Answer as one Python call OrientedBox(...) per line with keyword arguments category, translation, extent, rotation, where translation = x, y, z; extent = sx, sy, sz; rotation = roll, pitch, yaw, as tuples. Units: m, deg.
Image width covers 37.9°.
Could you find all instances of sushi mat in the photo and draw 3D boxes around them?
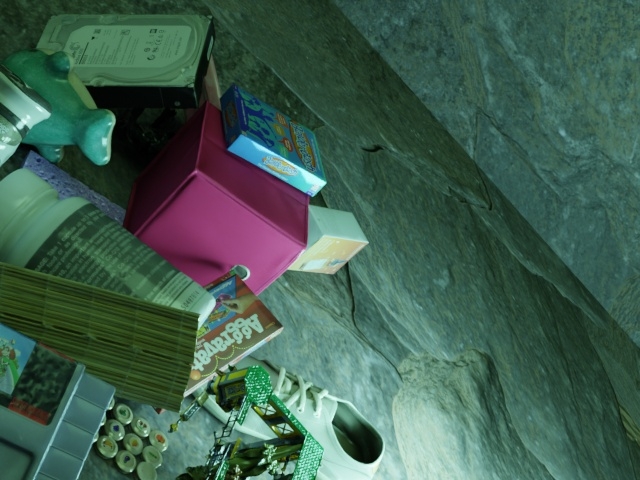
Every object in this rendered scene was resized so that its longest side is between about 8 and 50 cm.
OrientedBox(category="sushi mat", translation=(-0.331, 0.136, 1.322), extent=(0.316, 0.151, 0.019), rotation=(15, 8, 1))

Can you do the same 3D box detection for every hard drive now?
OrientedBox(category="hard drive", translation=(-0.391, -0.356, 1.830), extent=(0.338, 0.064, 0.237), rotation=(1, 48, 6))

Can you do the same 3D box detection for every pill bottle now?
OrientedBox(category="pill bottle", translation=(-0.359, 0.063, 1.429), extent=(0.361, 0.204, 0.204), rotation=(38, 28, -1))

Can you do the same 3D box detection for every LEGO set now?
OrientedBox(category="LEGO set", translation=(-0.153, 0.360, 1.374), extent=(0.255, 0.192, 0.331), rotation=(46, 41, -33))

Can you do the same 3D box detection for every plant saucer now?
OrientedBox(category="plant saucer", translation=(-0.241, -0.249, 1.989), extent=(0.332, 0.084, 0.332), rotation=(167, -90, -84))

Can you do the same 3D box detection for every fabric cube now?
OrientedBox(category="fabric cube", translation=(-0.198, -0.054, 1.775), extent=(0.258, 0.254, 0.259), rotation=(35, 30, -24))

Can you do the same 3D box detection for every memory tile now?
OrientedBox(category="memory tile", translation=(-0.302, 0.302, 1.432), extent=(0.148, 0.012, 0.113), rotation=(41, 29, -14))

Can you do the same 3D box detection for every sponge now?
OrientedBox(category="sponge", translation=(-0.448, -0.065, 1.674), extent=(0.210, 0.031, 0.117), rotation=(34, 31, -24))

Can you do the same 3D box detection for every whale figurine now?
OrientedBox(category="whale figurine", translation=(-0.480, -0.227, 1.643), extent=(0.272, 0.216, 0.141), rotation=(34, 34, 26))

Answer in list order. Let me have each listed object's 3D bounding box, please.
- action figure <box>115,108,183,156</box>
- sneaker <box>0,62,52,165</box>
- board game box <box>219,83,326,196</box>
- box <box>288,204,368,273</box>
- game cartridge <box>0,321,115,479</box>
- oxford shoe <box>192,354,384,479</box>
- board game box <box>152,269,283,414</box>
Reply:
OrientedBox(category="action figure", translation=(-0.365, -0.268, 1.929), extent=(0.275, 0.141, 0.164), rotation=(44, 6, -1))
OrientedBox(category="sneaker", translation=(-0.587, -0.155, 1.418), extent=(0.169, 0.257, 0.447), rotation=(42, -13, -30))
OrientedBox(category="board game box", translation=(-0.091, -0.191, 1.783), extent=(0.210, 0.047, 0.160), rotation=(27, 33, -34))
OrientedBox(category="box", translation=(0.000, 0.000, 2.117), extent=(0.170, 0.130, 0.091), rotation=(8, 47, -50))
OrientedBox(category="game cartridge", translation=(-0.455, 0.208, 1.186), extent=(0.355, 0.068, 0.230), rotation=(33, 64, -25))
OrientedBox(category="oxford shoe", translation=(-0.061, 0.290, 1.665), extent=(0.449, 0.130, 0.169), rotation=(37, 34, -14))
OrientedBox(category="board game box", translation=(-0.209, 0.166, 1.592), extent=(0.281, 0.027, 0.145), rotation=(-32, 73, -39))
